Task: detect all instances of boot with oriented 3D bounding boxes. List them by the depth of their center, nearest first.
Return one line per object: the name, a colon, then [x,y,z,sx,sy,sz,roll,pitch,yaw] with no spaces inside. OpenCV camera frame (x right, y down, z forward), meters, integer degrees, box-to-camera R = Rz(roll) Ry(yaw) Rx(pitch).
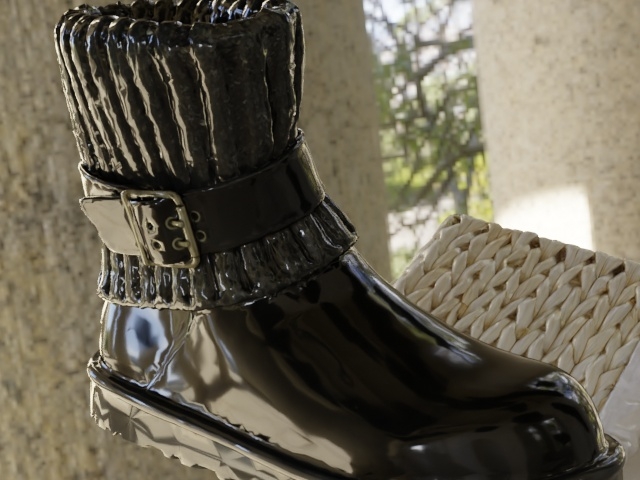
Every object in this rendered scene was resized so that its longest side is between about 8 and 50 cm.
boot: [-0.003,0.001,0.633,0.348,0.260,0.131,10,18,28]

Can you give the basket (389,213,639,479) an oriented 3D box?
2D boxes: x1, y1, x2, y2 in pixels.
basket: [0.160,0.198,1.061,0.266,0.328,0.331,23,49,26]
